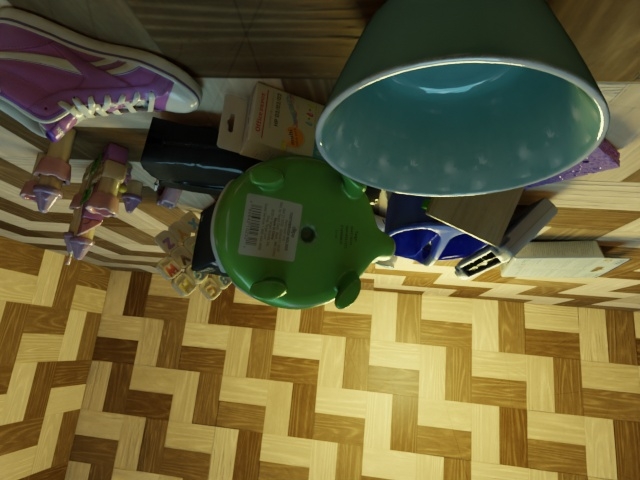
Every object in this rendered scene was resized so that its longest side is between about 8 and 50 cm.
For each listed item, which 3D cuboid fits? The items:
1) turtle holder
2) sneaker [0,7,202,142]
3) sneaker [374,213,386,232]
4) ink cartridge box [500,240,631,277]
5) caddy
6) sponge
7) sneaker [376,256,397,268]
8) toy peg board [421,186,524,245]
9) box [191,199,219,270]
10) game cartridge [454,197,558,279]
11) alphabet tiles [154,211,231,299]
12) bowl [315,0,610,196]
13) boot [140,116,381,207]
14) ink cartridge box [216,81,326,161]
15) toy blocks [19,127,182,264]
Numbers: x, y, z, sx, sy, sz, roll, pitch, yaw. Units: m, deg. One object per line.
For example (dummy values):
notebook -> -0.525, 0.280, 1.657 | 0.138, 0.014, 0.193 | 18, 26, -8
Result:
turtle holder -> -0.028, -0.024, 0.691 | 0.320, 0.244, 0.227 | -23, -168, -24
sneaker -> -0.327, -0.204, 0.603 | 0.281, 0.161, 0.102 | 10, 164, -22
sneaker -> 0.209, -0.037, 1.241 | 0.086, 0.085, 0.237 | -34, 143, 27
ink cartridge box -> 0.826, 0.071, 1.423 | 0.329, 0.072, 0.324 | -2, 164, 16
caddy -> 0.283, -0.024, 1.036 | 0.241, 0.179, 0.341 | 6, 166, 3
sponge -> 0.439, -0.146, 0.790 | 0.117, 0.031, 0.210 | 16, 164, -33
sneaker -> 0.179, 0.027, 1.482 | 0.228, 0.092, 0.087 | 21, 176, 28
toy peg board -> 0.286, -0.096, 0.779 | 0.160, 0.161, 0.079 | 22, -177, -15
box -> -0.170, 0.018, 1.312 | 0.395, 0.212, 0.293 | 14, 164, -29
game cartridge -> 0.474, 0.000, 1.059 | 0.198, 0.062, 0.297 | -36, 170, -12
alphabet tiles -> -0.399, 0.048, 1.363 | 0.278, 0.284, 0.021 | 51, 140, -11
bowl -> 0.155, -0.181, 0.492 | 0.311, 0.163, 0.311 | 5, 165, 1
boot -> -0.121, -0.111, 0.908 | 0.444, 0.146, 0.367 | 4, 158, -5
ink cartridge box -> -0.070, -0.186, 0.677 | 0.181, 0.105, 0.061 | 11, 165, -23
toy blocks -> -0.539, -0.074, 0.994 | 0.308, 0.260, 0.288 | 18, 161, -39
